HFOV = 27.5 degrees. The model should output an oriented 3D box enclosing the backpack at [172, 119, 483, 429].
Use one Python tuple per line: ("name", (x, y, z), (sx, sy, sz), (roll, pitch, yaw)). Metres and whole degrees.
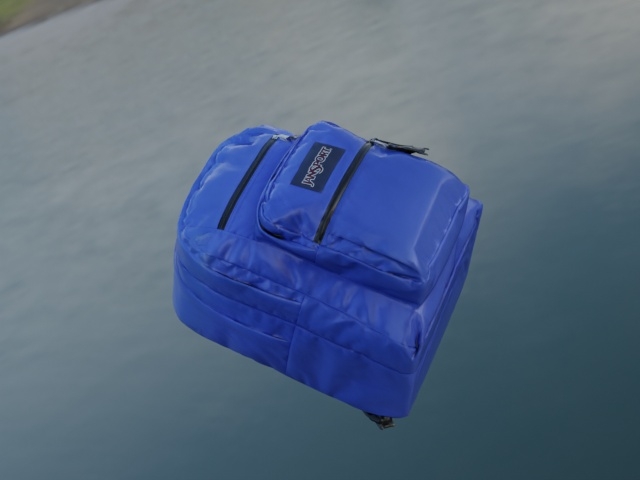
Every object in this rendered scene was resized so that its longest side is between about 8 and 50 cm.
("backpack", (0.000, 0.000, 0.555), (0.120, 0.101, 0.098), (20, 48, 12))
